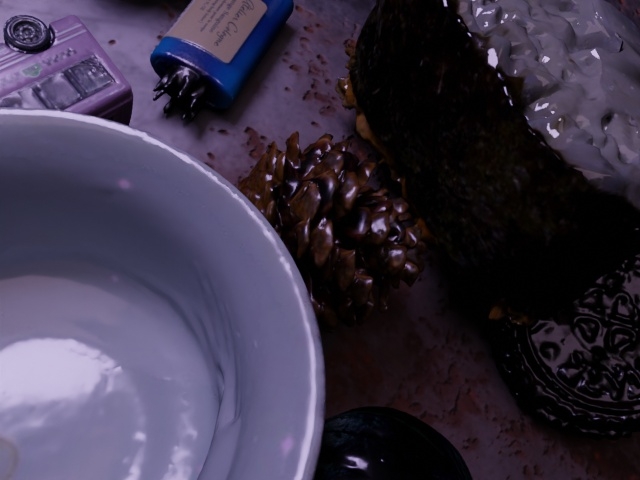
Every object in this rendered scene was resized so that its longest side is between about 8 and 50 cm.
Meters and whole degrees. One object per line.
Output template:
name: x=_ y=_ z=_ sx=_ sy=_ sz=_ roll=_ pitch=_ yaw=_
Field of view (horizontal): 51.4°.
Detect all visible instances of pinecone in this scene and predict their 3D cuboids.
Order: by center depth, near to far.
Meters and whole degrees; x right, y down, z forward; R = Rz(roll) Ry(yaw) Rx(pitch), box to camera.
pinecone: x=0.000 y=0.000 z=0.523 sx=0.173 sy=0.173 sz=0.174 roll=7 pitch=64 yaw=-14

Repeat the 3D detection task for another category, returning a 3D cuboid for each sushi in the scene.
sushi: x=0.168 y=-0.110 z=0.586 sx=0.234 sy=0.207 sz=0.349 roll=-2 pitch=56 yaw=-29

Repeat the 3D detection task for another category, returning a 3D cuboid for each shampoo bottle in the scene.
shampoo bottle: x=-0.099 y=-0.191 z=0.641 sx=0.087 sy=0.050 sz=0.183 roll=30 pitch=61 yaw=-6

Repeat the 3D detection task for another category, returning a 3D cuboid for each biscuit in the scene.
biscuit: x=0.248 y=0.081 z=0.600 sx=0.194 sy=0.053 sz=0.195 roll=0 pitch=68 yaw=0

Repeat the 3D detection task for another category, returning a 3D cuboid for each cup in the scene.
cup: x=-0.183 y=0.103 z=0.407 sx=0.347 sy=0.163 sz=0.347 roll=7 pitch=59 yaw=-12

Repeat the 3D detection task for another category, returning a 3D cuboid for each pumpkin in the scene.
pumpkin: x=0.029 y=0.211 z=0.426 sx=0.140 sy=0.202 sz=0.202 roll=-4 pitch=58 yaw=30

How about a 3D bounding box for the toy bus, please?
toy bus: x=-0.253 y=-0.088 z=0.523 sx=0.108 sy=0.096 sz=0.199 roll=48 pitch=59 yaw=3
